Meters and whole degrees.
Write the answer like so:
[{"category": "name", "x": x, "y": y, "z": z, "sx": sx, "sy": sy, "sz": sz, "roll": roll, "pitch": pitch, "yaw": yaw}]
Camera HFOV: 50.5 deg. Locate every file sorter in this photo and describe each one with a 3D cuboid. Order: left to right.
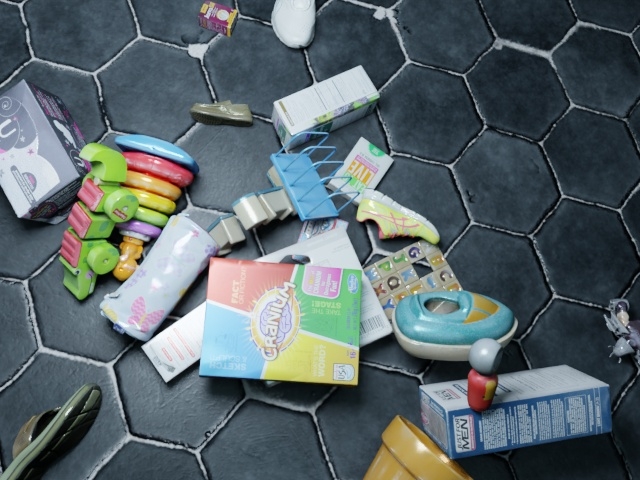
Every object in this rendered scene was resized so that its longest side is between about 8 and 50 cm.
[{"category": "file sorter", "x": -0.007, "y": -0.145, "z": 1.502, "sx": 0.118, "sy": 0.104, "sz": 0.170, "roll": -8, "pitch": 66, "yaw": -49}]

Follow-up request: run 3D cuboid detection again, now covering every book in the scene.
[{"category": "book", "x": 0.095, "y": -0.159, "z": 1.597, "sx": 0.096, "sy": 0.035, "sz": 0.144, "roll": 34, "pitch": 71, "yaw": -2}]

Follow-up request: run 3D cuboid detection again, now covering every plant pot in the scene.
[{"category": "plant pot", "x": 0.172, "y": 0.487, "z": 1.345, "sx": 0.205, "sy": 0.205, "sz": 0.188, "roll": 40, "pitch": 88, "yaw": 5}]

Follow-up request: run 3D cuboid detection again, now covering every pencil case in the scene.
[{"category": "pencil case", "x": -0.331, "y": 0.076, "z": 1.409, "sx": 0.124, "sy": 0.113, "sz": 0.273, "roll": 38, "pitch": 80, "yaw": 2}]

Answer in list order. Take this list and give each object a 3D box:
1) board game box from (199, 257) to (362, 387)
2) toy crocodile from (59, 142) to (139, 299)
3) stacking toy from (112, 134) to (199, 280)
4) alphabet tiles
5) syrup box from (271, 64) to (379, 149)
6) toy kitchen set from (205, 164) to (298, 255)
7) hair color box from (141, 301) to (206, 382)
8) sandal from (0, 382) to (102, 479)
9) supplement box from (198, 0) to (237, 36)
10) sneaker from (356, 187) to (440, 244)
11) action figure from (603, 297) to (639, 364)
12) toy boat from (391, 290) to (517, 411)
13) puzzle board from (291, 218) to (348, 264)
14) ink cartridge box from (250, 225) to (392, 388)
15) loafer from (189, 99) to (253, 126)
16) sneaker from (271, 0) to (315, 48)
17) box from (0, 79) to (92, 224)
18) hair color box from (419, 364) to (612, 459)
[{"category": "board game box", "x": -0.079, "y": 0.169, "z": 1.390, "sx": 0.316, "sy": 0.064, "sz": 0.242, "roll": 5, "pitch": 74, "yaw": -7}, {"category": "toy crocodile", "x": -0.460, "y": -0.034, "z": 1.363, "sx": 0.115, "sy": 0.105, "sz": 0.340, "roll": 39, "pitch": 116, "yaw": 28}, {"category": "stacking toy", "x": -0.381, "y": -0.060, "z": 1.451, "sx": 0.175, "sy": 0.166, "sz": 0.302, "roll": 15, "pitch": 84, "yaw": -4}, {"category": "alphabet tiles", "x": 0.228, "y": 0.130, "z": 1.542, "sx": 0.198, "sy": 0.009, "sz": 0.237, "roll": -26, "pitch": 79, "yaw": -14}, {"category": "syrup box", "x": 0.009, "y": -0.311, "z": 1.593, "sx": 0.237, "sy": 0.093, "sz": 0.096, "roll": -27, "pitch": 80, "yaw": -14}, {"category": "toy kitchen set", "x": -0.150, "y": -0.072, "z": 1.521, "sx": 0.207, "sy": 0.166, "sz": 0.122, "roll": -19, "pitch": 75, "yaw": -50}, {"category": "hair color box", "x": -0.279, "y": 0.212, "z": 1.425, "sx": 0.167, "sy": 0.053, "sz": 0.093, "roll": -35, "pitch": 83, "yaw": -17}, {"category": "sandal", "x": -0.549, "y": 0.389, "z": 1.309, "sx": 0.086, "sy": 0.120, "sz": 0.303, "roll": 37, "pitch": 73, "yaw": 18}, {"category": "supplement box", "x": -0.249, "y": -0.541, "z": 1.649, "sx": 0.083, "sy": 0.043, "sz": 0.055, "roll": 19, "pitch": 74, "yaw": -2}, {"category": "sneaker", "x": 0.174, "y": -0.035, "z": 1.553, "sx": 0.208, "sy": 0.081, "sz": 0.094, "roll": 28, "pitch": 89, "yaw": 1}, {"category": "action figure", "x": 0.768, "y": 0.185, "z": 1.560, "sx": 0.285, "sy": 0.099, "sz": 0.185, "roll": -36, "pitch": 89, "yaw": -12}, {"category": "toy boat", "x": 0.294, "y": 0.191, "z": 1.379, "sx": 0.267, "sy": 0.318, "sz": 0.148, "roll": -3, "pitch": 118, "yaw": -6}, {"category": "puzzle board", "x": 0.000, "y": 0.000, "z": 1.546, "sx": 0.096, "sy": 0.011, "sz": 0.128, "roll": 20, "pitch": 72, "yaw": -2}, {"category": "ink cartridge box", "x": -0.031, "y": 0.141, "z": 1.472, "sx": 0.296, "sy": 0.066, "sz": 0.261, "roll": -21, "pitch": 78, "yaw": -14}, {"category": "loafer", "x": -0.230, "y": -0.299, "z": 1.580, "sx": 0.148, "sy": 0.056, "sz": 0.050, "roll": 7, "pitch": 72, "yaw": -16}, {"category": "sneaker", "x": -0.059, "y": -0.612, "z": 1.652, "sx": 0.111, "sy": 0.129, "sz": 0.297, "roll": 2, "pitch": 75, "yaw": -9}, {"category": "box", "x": -0.592, "y": -0.181, "z": 1.426, "sx": 0.163, "sy": 0.142, "sz": 0.247, "roll": -33, "pitch": 80, "yaw": 6}, {"category": "hair color box", "x": 0.398, "y": 0.349, "z": 1.408, "sx": 0.347, "sy": 0.174, "sz": 0.105, "roll": -6, "pitch": 94, "yaw": -9}]
